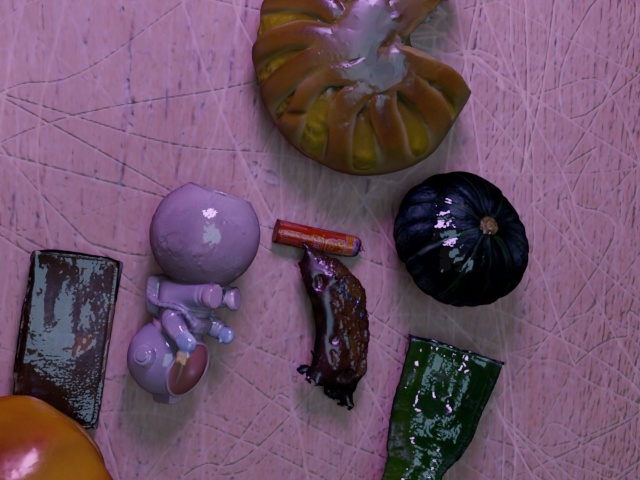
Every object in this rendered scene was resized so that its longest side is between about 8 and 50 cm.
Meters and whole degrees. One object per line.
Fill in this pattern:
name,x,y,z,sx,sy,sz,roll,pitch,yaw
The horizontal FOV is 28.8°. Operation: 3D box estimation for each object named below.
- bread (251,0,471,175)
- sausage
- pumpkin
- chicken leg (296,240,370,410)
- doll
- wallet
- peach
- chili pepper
bread,0.062,-0.250,1.637,0.333,0.160,0.333,0,92,-13
sausage,0.000,0.000,1.699,0.129,0.034,0.034,13,90,-14
pumpkin,0.192,-0.002,1.688,0.194,0.150,0.194,-2,95,-25
chicken leg,0.018,0.116,1.692,0.105,0.063,0.234,-2,94,-34
doll,-0.175,0.072,1.612,0.151,0.151,0.287,16,95,-14
wallet,-0.333,0.129,1.624,0.122,0.031,0.232,8,93,-19
peach,-0.386,0.351,1.494,0.308,0.289,0.289,-40,101,-11
chili pepper,0.151,0.275,1.718,0.136,0.099,0.270,20,84,-23
